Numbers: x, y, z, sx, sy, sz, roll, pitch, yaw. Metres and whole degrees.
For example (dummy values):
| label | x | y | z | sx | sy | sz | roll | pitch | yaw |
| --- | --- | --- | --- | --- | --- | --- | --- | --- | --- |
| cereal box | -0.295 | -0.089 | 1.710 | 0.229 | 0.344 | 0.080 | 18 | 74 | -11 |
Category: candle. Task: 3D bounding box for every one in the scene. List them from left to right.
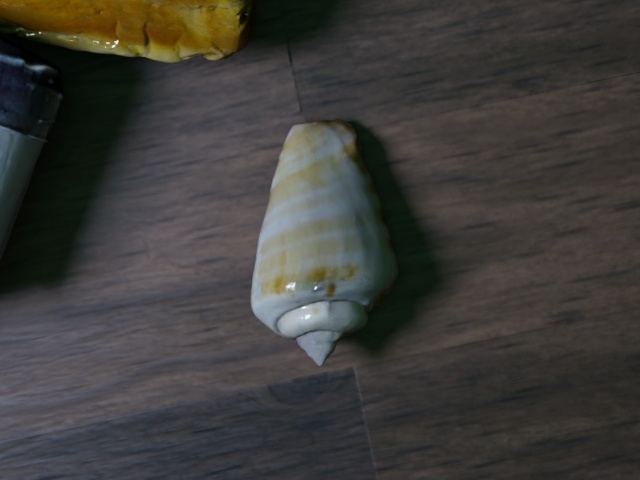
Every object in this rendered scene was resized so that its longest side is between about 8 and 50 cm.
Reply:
| label | x | y | z | sx | sy | sz | roll | pitch | yaw |
| --- | --- | --- | --- | --- | --- | --- | --- | --- | --- |
| candle | -0.403 | -0.062 | 1.508 | 0.221 | 0.221 | 0.342 | 22 | 93 | -3 |

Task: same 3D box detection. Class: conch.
| label | x | y | z | sx | sy | sz | roll | pitch | yaw |
| --- | --- | --- | --- | --- | --- | --- | --- | --- | --- |
| conch | 0.000 | 0.002 | 1.567 | 0.158 | 0.127 | 0.255 | -6 | 92 | -1 |

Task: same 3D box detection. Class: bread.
| label | x | y | z | sx | sy | sz | roll | pitch | yaw |
| --- | --- | --- | --- | --- | --- | --- | --- | --- | --- |
| bread | -0.205 | -0.276 | 1.529 | 0.294 | 0.167 | 0.132 | 8 | 136 | -6 |
